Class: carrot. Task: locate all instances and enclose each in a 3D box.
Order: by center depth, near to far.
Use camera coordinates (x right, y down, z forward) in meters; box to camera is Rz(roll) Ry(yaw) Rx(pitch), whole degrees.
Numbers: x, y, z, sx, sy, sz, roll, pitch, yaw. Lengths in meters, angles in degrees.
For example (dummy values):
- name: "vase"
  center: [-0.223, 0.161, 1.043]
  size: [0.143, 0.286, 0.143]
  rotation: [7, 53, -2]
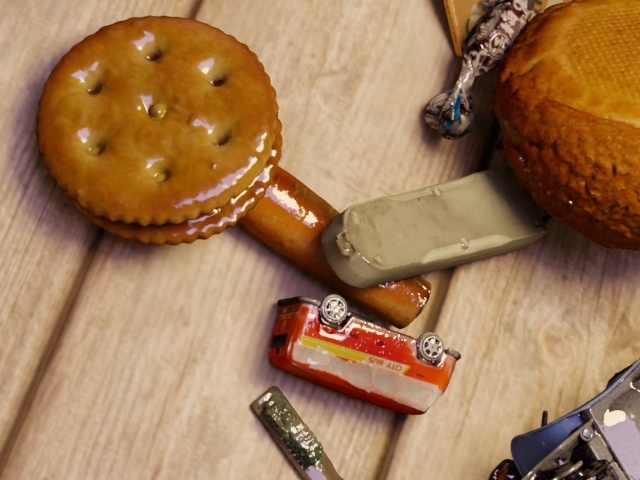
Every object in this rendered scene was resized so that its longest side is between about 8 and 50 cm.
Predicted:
- name: "carrot"
  center: [0.000, 0.000, 1.486]
  size: [0.225, 0.067, 0.067]
  rotation: [36, 64, -11]

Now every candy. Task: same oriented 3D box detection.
- name: "candy"
  center: [0.173, -0.196, 1.590]
  size: [0.051, 0.094, 0.226]
  rotation: [31, 74, -11]

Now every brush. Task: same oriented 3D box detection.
- name: "brush"
  center: [0.006, 0.214, 1.446]
  size: [0.034, 0.027, 0.190]
  rotation: [-36, 91, -26]

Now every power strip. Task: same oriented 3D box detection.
- name: "power strip"
  center: [0.108, -0.011, 1.500]
  size: [0.286, 0.048, 0.080]
  rotation: [-14, 69, -45]

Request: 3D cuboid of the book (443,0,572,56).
- name: "book"
  center: [0.190, -0.358, 1.638]
  size: [0.208, 0.020, 0.295]
  rotation: [-23, 107, -26]

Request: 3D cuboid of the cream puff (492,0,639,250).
- name: "cream puff"
  center: [0.319, -0.103, 1.554]
  size: [0.303, 0.212, 0.303]
  rotation: [-1, 40, 1]

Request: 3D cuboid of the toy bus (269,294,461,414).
- name: "toy bus"
  center: [0.040, 0.107, 1.468]
  size: [0.174, 0.079, 0.077]
  rotation: [22, 76, -17]

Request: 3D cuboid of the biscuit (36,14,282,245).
- name: "biscuit"
  center: [-0.142, -0.101, 1.425]
  size: [0.221, 0.066, 0.220]
  rotation: [0, 64, 0]

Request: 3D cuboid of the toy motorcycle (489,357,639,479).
- name: "toy motorcycle"
  center: [0.283, 0.185, 1.481]
  size: [0.359, 0.212, 0.125]
  rotation: [-28, 85, -31]
